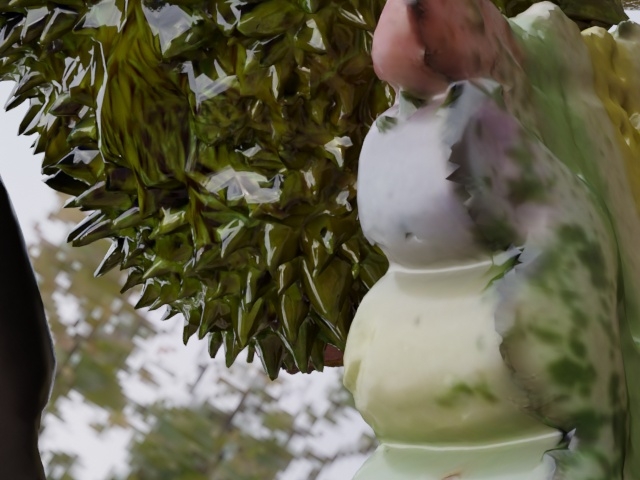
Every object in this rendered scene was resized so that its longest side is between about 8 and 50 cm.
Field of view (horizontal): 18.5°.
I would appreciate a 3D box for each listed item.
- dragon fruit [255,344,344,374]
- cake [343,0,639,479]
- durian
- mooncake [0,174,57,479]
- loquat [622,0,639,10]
[{"bbox_3d":[0.000,0.000,1.071,0.133,0.208,0.150,15,-71,-24],"label":"dragon fruit"},{"bbox_3d":[0.045,0.067,0.366,0.109,0.090,0.225,7,-114,-52],"label":"cake"},{"bbox_3d":[-0.014,-0.107,0.644,0.224,0.291,0.291,14,-76,-47],"label":"durian"},{"bbox_3d":[-0.225,0.050,0.616,0.283,0.283,0.141,-45,0,-31],"label":"mooncake"},{"bbox_3d":[0.190,-0.243,1.166,0.213,0.213,0.213,-43,-30,-33],"label":"loquat"}]
